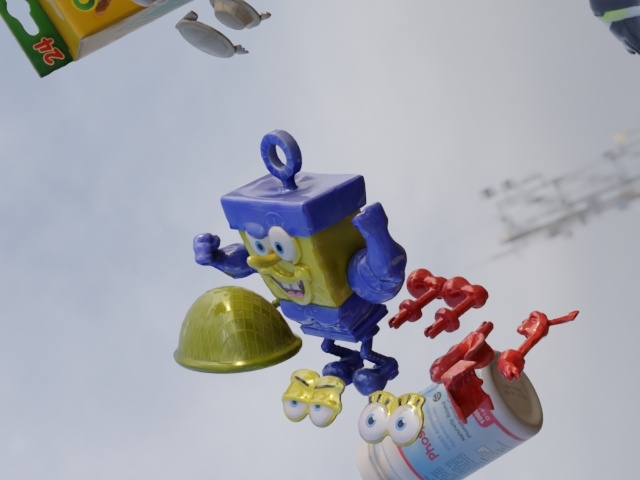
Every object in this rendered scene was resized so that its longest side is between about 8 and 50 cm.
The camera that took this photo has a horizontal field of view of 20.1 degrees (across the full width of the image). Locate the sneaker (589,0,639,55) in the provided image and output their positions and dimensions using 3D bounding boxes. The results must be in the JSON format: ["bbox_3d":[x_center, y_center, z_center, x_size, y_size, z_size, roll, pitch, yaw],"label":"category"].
[{"bbox_3d":[0.356,-0.219,1.784,0.097,0.084,0.234,56,170,-19],"label":"sneaker"}]

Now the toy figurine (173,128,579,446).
[{"bbox_3d":[0.000,0.000,1.416,0.191,0.362,0.217,-35,-65,-29],"label":"toy figurine"}]

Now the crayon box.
[{"bbox_3d":[-0.270,-0.367,2.312,0.202,0.318,0.081,56,159,7],"label":"crayon box"}]

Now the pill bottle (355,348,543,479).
[{"bbox_3d":[0.111,0.170,1.599,0.087,0.160,0.087,40,-151,-27],"label":"pill bottle"}]

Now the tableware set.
[{"bbox_3d":[-0.132,-0.233,1.762,0.168,0.141,0.020,33,-109,-18],"label":"tableware set"}]
